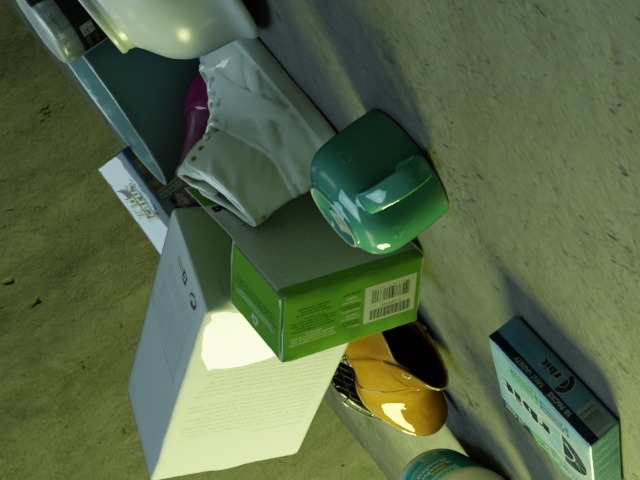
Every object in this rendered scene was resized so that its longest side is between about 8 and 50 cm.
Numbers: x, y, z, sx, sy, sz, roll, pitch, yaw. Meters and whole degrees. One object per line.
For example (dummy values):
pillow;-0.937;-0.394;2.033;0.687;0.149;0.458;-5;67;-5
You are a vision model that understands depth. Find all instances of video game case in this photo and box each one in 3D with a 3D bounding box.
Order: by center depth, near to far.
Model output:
video game case;-0.182;-0.065;2.277;0.244;0.061;0.269;55;-149;-5

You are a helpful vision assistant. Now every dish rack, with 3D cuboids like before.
dish rack;0.010;0.155;2.270;0.208;0.074;0.271;30;-149;-52

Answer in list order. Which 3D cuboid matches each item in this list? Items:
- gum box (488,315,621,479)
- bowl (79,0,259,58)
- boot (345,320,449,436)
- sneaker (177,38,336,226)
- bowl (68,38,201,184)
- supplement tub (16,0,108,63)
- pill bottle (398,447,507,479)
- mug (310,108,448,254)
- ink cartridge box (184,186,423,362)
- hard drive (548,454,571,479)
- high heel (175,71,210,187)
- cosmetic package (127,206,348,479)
gum box;0.246;0.179;1.560;0.157;0.041;0.184;48;169;30
bowl;-0.210;-0.300;1.645;0.298;0.134;0.298;50;180;0
boot;0.121;0.188;2.079;0.295;0.104;0.211;48;165;-24
sneaker;-0.116;-0.148;1.765;0.292;0.169;0.108;50;173;27
bowl;-0.237;-0.245;2.028;0.311;0.163;0.311;52;171;11
supplement tub;-0.264;-0.311;1.825;0.117;0.190;0.117;52;170;13
pill bottle;0.213;0.403;2.269;0.146;0.146;0.264;55;171;-8
mug;0.048;-0.056;1.483;0.129;0.097;0.157;49;171;25
ink cartridge box;-0.024;0.013;1.789;0.255;0.189;0.097;45;142;45
hard drive;0.301;0.279;1.720;0.094;0.022;0.135;44;168;45
high heel;-0.091;-0.114;2.012;0.127;0.181;0.377;13;167;12
cosmetic package;-0.107;0.135;2.019;0.453;0.230;0.161;112;144;-51
